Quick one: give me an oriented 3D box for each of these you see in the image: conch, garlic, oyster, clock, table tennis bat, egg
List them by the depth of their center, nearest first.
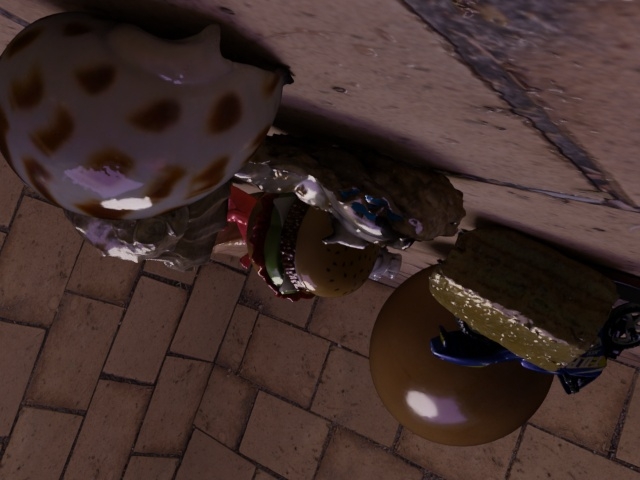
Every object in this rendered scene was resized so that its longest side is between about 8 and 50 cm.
[{"bbox_3d":[-0.161,-0.090,0.604,0.182,0.149,0.274,28,169,-39],"label":"conch"},{"bbox_3d":[0.001,-0.058,0.750,0.222,0.083,0.214,28,170,-27],"label":"oyster"},{"bbox_3d":[-0.183,-0.080,0.909,0.210,0.159,0.291,32,-150,-31],"label":"conch"},{"bbox_3d":[0.318,0.044,0.993,0.301,0.023,0.173,18,176,19],"label":"table tennis bat"},{"bbox_3d":[-0.084,-0.003,1.314,0.244,0.164,0.145,12,-157,-37],"label":"garlic"},{"bbox_3d":[0.231,0.194,1.319,0.300,0.301,0.374,20,153,5],"label":"egg"},{"bbox_3d":[0.067,0.025,1.613,0.176,0.080,0.117,16,175,40],"label":"clock"}]

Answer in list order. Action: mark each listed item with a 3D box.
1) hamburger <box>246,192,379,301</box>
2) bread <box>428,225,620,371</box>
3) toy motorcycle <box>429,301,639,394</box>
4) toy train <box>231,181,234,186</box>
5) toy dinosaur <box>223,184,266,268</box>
[{"bbox_3d":[0.002,0.000,1.007,0.136,0.175,0.175,8,169,41],"label":"hamburger"},{"bbox_3d":[0.229,0.062,0.921,0.196,0.102,0.138,28,161,9],"label":"bread"},{"bbox_3d":[0.311,0.137,1.089,0.315,0.169,0.113,8,-146,-15],"label":"toy motorcycle"},{"bbox_3d":[-0.310,-0.097,1.440,0.368,0.151,0.237,16,169,27],"label":"toy train"},{"bbox_3d":[-0.086,-0.054,1.172,0.286,0.138,0.070,57,-160,-2],"label":"toy dinosaur"}]
